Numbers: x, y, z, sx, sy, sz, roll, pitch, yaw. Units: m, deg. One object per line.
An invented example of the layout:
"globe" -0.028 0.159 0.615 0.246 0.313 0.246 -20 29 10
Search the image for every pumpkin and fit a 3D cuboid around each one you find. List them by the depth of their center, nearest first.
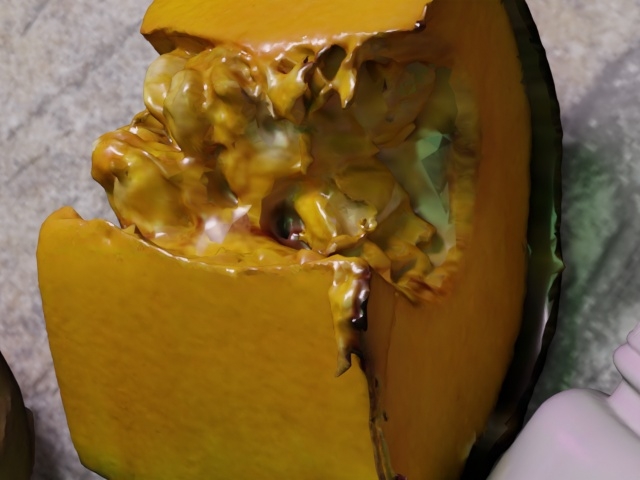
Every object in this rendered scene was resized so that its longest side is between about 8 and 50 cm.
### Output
"pumpkin" 0.000 0.000 0.875 0.225 0.256 0.303 9 59 28

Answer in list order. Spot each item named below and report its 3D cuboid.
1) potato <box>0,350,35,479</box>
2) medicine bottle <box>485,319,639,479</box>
"potato" -0.284 0.149 0.987 0.237 0.288 0.301 -27 31 -4
"medicine bottle" 0.153 0.201 0.803 0.213 0.213 0.378 37 98 22
